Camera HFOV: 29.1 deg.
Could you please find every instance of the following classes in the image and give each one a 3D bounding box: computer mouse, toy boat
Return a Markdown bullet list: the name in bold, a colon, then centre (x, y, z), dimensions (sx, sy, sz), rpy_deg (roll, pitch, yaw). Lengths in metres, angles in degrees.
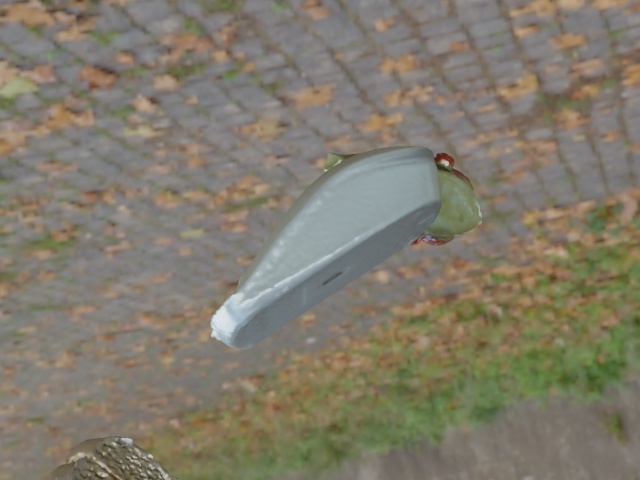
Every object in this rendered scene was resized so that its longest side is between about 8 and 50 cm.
- **computer mouse**: centre (0.000, 0.000, 0.986), dimensions (0.231, 0.079, 0.128), rpy_deg (-35, 164, -14)
- **toy boat**: centre (0.090, -0.040, 1.121), dimensions (0.185, 0.089, 0.071), rpy_deg (20, -179, -35)

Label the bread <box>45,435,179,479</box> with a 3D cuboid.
- **bread**: centre (-0.149, 0.350, 1.256), dimensions (0.183, 0.337, 0.102), rpy_deg (-48, 180, 45)
